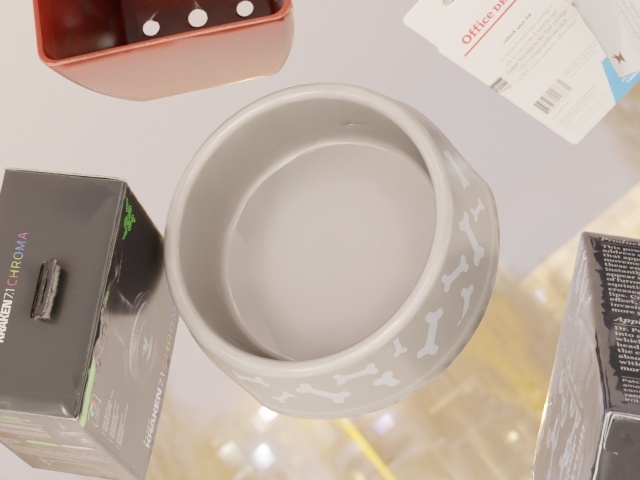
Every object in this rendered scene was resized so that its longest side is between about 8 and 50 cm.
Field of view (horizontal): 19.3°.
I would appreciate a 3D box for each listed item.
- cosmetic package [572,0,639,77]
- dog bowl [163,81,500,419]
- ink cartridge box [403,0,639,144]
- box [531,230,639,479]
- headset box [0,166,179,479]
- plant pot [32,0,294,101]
[{"bbox_3d":[0.292,-0.227,1.372,0.231,0.117,0.085,-35,6,-21],"label":"cosmetic package"},{"bbox_3d":[0.000,0.000,1.882,0.349,0.349,0.102,-40,-28,6],"label":"dog bowl"},{"bbox_3d":[0.159,-0.168,1.448,0.104,0.180,0.060,-47,23,24],"label":"ink cartridge box"},{"bbox_3d":[0.332,0.208,1.786,0.395,0.212,0.294,-79,-3,-66],"label":"box"},{"bbox_3d":[-0.246,0.086,1.882,0.283,0.131,0.246,66,-148,-67],"label":"headset box"},{"bbox_3d":[-0.159,-0.291,2.057,0.267,0.267,0.236,-11,-19,6],"label":"plant pot"}]
